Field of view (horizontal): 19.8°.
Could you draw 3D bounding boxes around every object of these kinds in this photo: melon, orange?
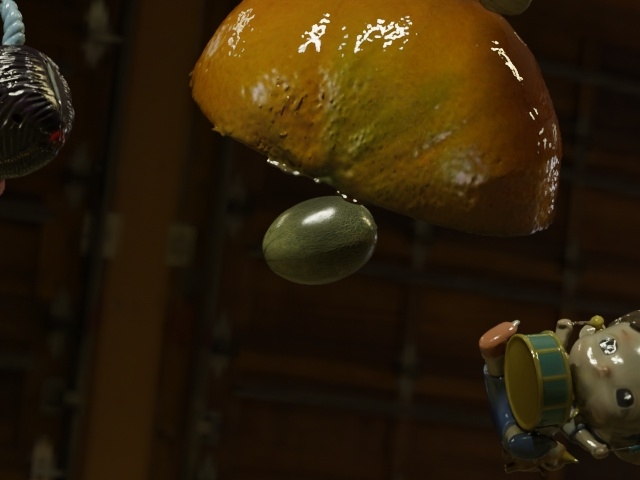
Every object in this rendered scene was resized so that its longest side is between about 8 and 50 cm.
[{"bbox_3d":[0.000,0.000,2.043,0.130,0.098,0.098,-12,-6,0],"label":"melon"},{"bbox_3d":[0.059,-0.107,1.558,0.274,0.310,0.274,-35,-3,-2],"label":"orange"}]

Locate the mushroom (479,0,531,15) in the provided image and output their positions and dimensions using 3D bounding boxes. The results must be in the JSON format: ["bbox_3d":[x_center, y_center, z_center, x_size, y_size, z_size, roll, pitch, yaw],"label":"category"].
[{"bbox_3d":[0.201,-0.270,1.514,0.097,0.109,0.351,-1,18,30],"label":"mushroom"}]

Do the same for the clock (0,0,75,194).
[{"bbox_3d":[-0.320,-0.124,1.638,0.195,0.194,0.100,-28,-20,24],"label":"clock"}]

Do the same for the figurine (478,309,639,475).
[{"bbox_3d":[0.299,0.143,1.835,0.275,0.161,0.158,-9,-21,-17],"label":"figurine"}]
